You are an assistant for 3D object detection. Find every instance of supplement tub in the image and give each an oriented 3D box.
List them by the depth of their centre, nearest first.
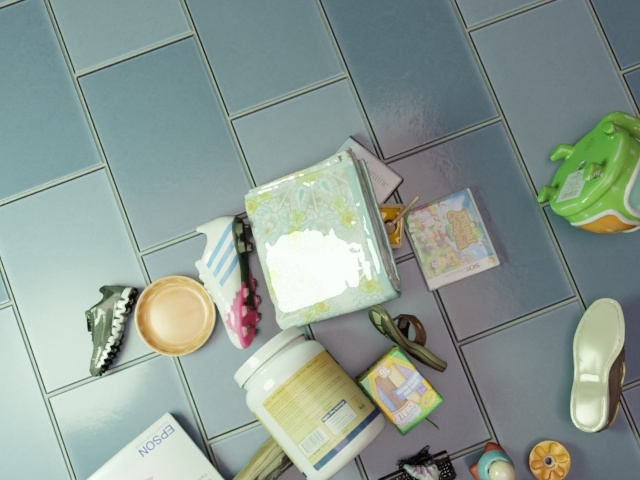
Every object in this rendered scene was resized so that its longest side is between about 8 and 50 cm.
[{"bbox_3d":[-0.028,0.376,1.653,0.228,0.228,0.316,-41,79,-4],"label":"supplement tub"}]

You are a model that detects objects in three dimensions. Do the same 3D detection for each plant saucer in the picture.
[{"bbox_3d":[-0.359,0.187,1.776,0.200,0.037,0.199,0,83,-1],"label":"plant saucer"}]

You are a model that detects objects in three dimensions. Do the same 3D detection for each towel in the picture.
[{"bbox_3d":[0.000,0.000,1.724,0.321,0.090,0.374,-19,83,25],"label":"towel"}]

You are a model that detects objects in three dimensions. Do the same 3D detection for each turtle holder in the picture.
[{"bbox_3d":[0.701,-0.158,1.746,0.227,0.243,0.320,33,44,-12],"label":"turtle holder"}]

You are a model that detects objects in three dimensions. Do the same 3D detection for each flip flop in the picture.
[{"bbox_3d":[0.216,0.224,1.699,0.277,0.112,0.080,39,84,-28],"label":"flip flop"}]

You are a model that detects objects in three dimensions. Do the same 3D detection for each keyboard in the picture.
[{"bbox_3d":[0.230,0.573,1.739,0.192,0.038,0.100,-23,84,-4],"label":"keyboard"}]

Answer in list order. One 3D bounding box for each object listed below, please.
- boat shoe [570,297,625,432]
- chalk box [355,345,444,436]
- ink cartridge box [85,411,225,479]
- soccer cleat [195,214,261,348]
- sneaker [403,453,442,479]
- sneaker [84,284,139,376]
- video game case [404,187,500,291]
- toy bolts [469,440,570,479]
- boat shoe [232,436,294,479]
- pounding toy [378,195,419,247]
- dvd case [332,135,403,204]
[{"bbox_3d":[0.686,0.305,1.742,0.117,0.097,0.324,3,77,41],"label":"boat shoe"},{"bbox_3d":[0.202,0.375,1.712,0.132,0.132,0.213,-39,84,-5],"label":"chalk box"},{"bbox_3d":[-0.381,0.633,1.667,0.324,0.071,0.330,-40,82,-21],"label":"ink cartridge box"},{"bbox_3d":[-0.234,0.105,1.760,0.143,0.116,0.331,-7,82,15],"label":"soccer cleat"},{"bbox_3d":[0.249,0.542,1.713,0.098,0.038,0.069,34,78,-17],"label":"sneaker"},{"bbox_3d":[-0.535,0.214,1.754,0.106,0.078,0.234,17,80,4],"label":"sneaker"},{"bbox_3d":[0.326,-0.002,1.807,0.194,0.023,0.212,-21,84,-3],"label":"video game case"},{"bbox_3d":[0.487,0.558,1.681,0.229,0.158,0.218,31,85,3],"label":"toy bolts"},{"bbox_3d":[-0.149,0.571,1.670,0.092,0.103,0.285,48,55,-4],"label":"boat shoe"},{"bbox_3d":[0.162,-0.046,1.758,0.141,0.100,0.130,0,93,-10],"label":"pounding toy"},{"bbox_3d":[0.066,-0.117,1.819,0.180,0.022,0.253,39,85,4],"label":"dvd case"}]
